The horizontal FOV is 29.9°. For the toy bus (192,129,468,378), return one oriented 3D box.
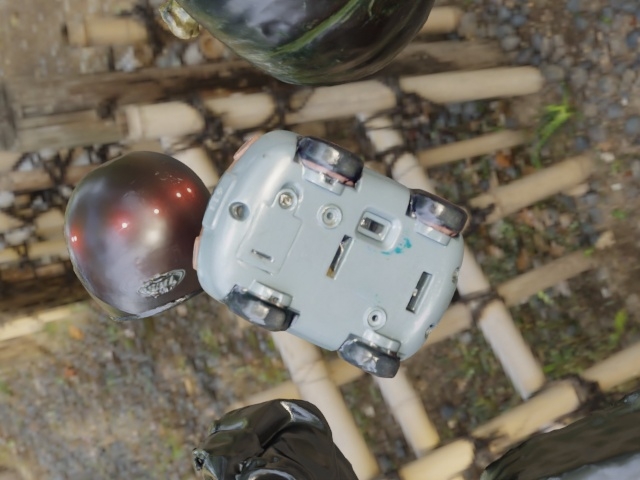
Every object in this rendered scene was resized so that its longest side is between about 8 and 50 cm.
[{"bbox_3d":[0.000,0.000,1.253,0.194,0.287,0.232,-65,23,4],"label":"toy bus"}]

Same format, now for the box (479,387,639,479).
[{"bbox_3d":[0.300,0.231,0.693,0.350,0.091,0.359,-24,101,17],"label":"box"}]

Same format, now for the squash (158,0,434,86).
[{"bbox_3d":[-0.027,-0.164,0.580,0.193,0.193,0.156,15,78,53],"label":"squash"}]

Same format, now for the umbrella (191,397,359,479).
[{"bbox_3d":[-0.030,0.162,0.646,0.122,0.272,0.110,16,102,6],"label":"umbrella"}]

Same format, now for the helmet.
[{"bbox_3d":[-0.211,-0.007,1.444,0.193,0.189,0.216,71,173,-54],"label":"helmet"}]
